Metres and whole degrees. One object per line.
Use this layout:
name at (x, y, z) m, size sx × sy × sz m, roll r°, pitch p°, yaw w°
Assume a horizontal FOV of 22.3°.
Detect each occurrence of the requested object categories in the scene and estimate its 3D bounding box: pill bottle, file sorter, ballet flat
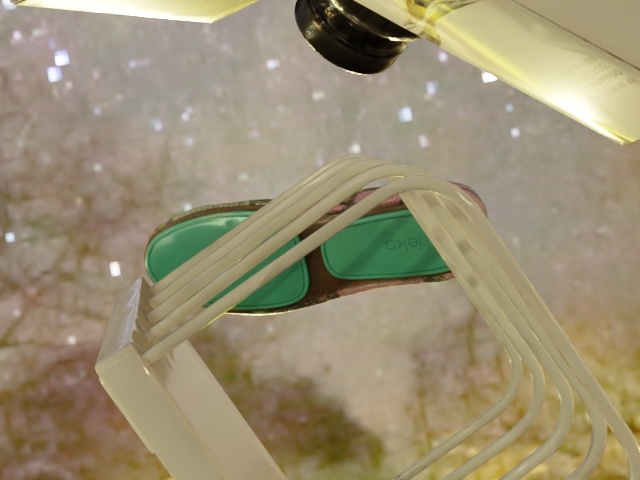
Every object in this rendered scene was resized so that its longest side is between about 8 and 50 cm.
pill bottle at (0.070, -0.231, 1.228) m, size 0.123 × 0.123 × 0.219 m, roll -1°, pitch -34°, yaw -35°
file sorter at (0.019, 0.071, 0.796) m, size 0.173 × 0.193 × 0.278 m, roll -35°, pitch 7°, yaw -1°
ballet flat at (0.000, 0.000, 1.036) m, size 0.221 × 0.077 × 0.079 m, roll -8°, pitch 15°, yaw 15°

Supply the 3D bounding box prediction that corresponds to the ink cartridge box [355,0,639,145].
ink cartridge box at (0.106, -0.276, 0.996) m, size 0.395 × 0.285 × 0.166 m, roll 28°, pitch -9°, yaw -6°

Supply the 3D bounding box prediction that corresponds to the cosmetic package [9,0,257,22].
cosmetic package at (-0.175, -0.314, 1.711) m, size 0.160 × 0.113 × 0.309 m, roll -21°, pitch -11°, yaw 35°
